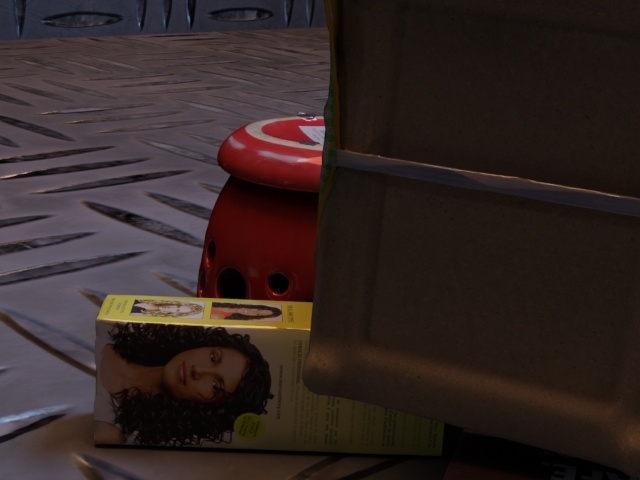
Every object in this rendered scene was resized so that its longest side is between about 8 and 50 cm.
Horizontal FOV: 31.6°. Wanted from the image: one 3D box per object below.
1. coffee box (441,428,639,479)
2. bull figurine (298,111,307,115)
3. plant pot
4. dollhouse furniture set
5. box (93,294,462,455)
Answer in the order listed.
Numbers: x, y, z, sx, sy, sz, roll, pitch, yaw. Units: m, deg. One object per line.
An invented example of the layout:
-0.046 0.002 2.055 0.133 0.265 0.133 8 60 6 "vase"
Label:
0.160 0.124 0.563 0.168 0.118 0.297 9 18 15 "coffee box"
0.063 -0.097 1.333 0.189 0.101 0.310 1 14 3 "bull figurine"
0.000 0.000 0.863 0.191 0.174 0.191 1 17 0 "plant pot"
0.157 -0.011 0.456 0.302 0.197 0.151 12 20 19 "dollhouse furniture set"
-0.024 0.085 0.719 0.232 0.087 0.058 1 14 -4 "box"
